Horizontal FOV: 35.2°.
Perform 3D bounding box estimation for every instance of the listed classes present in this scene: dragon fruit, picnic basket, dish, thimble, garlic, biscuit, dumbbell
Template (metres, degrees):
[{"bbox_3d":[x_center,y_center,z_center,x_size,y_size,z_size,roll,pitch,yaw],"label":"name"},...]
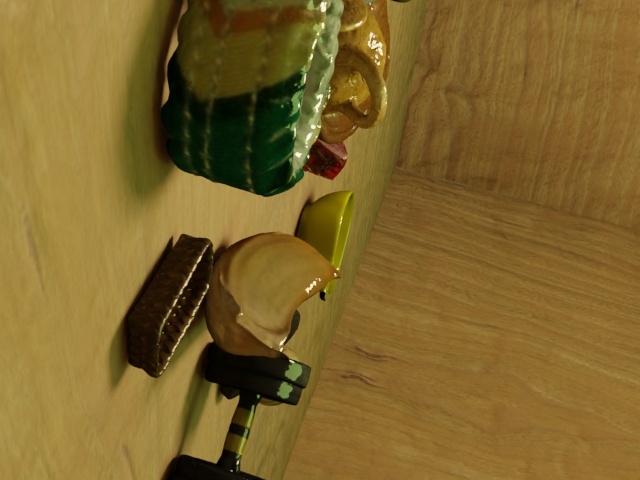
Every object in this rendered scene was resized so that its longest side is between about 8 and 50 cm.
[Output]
[{"bbox_3d":[-0.013,-0.192,2.046,0.147,0.096,0.102,-113,-143,-49],"label":"dragon fruit"},{"bbox_3d":[-0.198,0.082,1.325,0.193,0.055,0.110,-67,171,-45],"label":"picnic basket"},{"bbox_3d":[0.000,0.000,2.393,0.221,0.108,0.262,-35,139,-78],"label":"dish"},{"bbox_3d":[-0.079,-0.202,1.214,0.288,0.167,0.254,99,9,-45],"label":"thimble"},{"bbox_3d":[-0.096,0.089,1.591,0.338,0.196,0.151,-52,140,-65],"label":"garlic"},{"bbox_3d":[0.050,-0.312,1.771,0.257,0.049,0.273,-31,131,-48],"label":"biscuit"},{"bbox_3d":[-0.141,0.329,1.747,0.185,0.185,0.388,73,33,-76],"label":"dumbbell"}]

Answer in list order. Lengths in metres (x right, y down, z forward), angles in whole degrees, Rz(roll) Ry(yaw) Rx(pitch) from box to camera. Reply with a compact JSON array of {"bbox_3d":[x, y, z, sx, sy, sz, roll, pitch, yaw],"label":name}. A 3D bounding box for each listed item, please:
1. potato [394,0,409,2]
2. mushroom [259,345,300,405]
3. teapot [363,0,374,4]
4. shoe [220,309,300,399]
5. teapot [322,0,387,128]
[{"bbox_3d":[0.147,-0.595,1.876,0.216,0.216,0.304,-67,155,-43],"label":"potato"},{"bbox_3d":[-0.101,0.302,2.250,0.148,0.112,0.148,16,90,-80],"label":"mushroom"},{"bbox_3d":[0.015,-0.379,1.576,0.250,0.183,0.183,-65,174,11],"label":"teapot"},{"bbox_3d":[-0.137,0.201,1.933,0.108,0.093,0.241,-20,150,-52],"label":"shoe"},{"bbox_3d":[0.004,-0.284,1.404,0.203,0.311,0.167,-15,143,-27],"label":"teapot"}]
